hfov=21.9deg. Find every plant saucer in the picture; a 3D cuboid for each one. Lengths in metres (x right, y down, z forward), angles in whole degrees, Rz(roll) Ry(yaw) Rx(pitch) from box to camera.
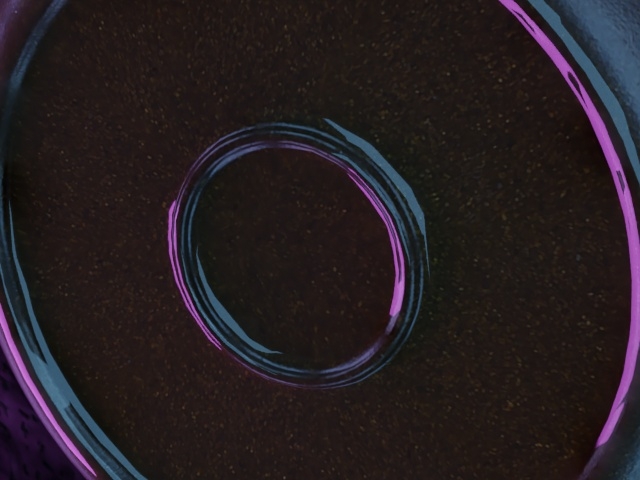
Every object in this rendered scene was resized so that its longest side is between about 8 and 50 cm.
[{"bbox_3d":[0.000,0.000,0.534,0.310,0.050,0.311,9,112,24],"label":"plant saucer"}]
